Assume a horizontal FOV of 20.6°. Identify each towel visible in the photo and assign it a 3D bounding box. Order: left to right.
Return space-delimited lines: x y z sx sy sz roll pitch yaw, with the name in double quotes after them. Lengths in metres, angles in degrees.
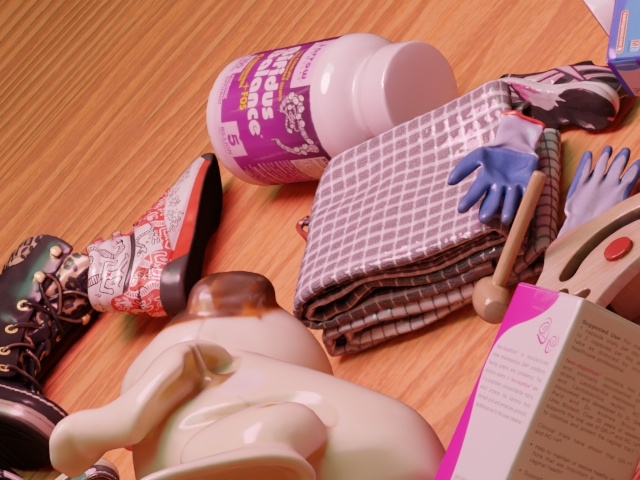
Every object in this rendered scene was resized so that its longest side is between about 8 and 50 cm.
0.110 -0.026 1.853 0.283 0.121 0.235 -24 34 29 "towel"

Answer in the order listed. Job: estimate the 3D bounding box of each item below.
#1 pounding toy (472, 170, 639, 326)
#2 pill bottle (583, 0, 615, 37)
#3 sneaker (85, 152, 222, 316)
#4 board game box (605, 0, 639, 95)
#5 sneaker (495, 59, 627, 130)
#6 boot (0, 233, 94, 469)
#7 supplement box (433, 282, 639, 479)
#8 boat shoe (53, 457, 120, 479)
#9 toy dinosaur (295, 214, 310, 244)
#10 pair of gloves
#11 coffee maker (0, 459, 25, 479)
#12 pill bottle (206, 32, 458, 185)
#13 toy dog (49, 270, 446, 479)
0.252 0.020 1.578 0.269 0.155 0.154 -31 26 18 "pounding toy"
0.392 -0.296 1.886 0.221 0.124 0.124 -36 29 11 "pill bottle"
-0.213 -0.013 2.214 0.145 0.090 0.270 -2 44 12 "sneaker"
0.427 -0.319 1.749 0.233 0.078 0.347 0 66 30 "board game box"
0.270 -0.161 1.922 0.178 0.072 0.077 13 46 47 "sneaker"
-0.367 0.133 2.205 0.377 0.138 0.284 -3 46 56 "boot"
0.183 0.158 1.409 0.220 0.114 0.111 -67 21 -2 "supplement box"
-0.292 0.334 1.891 0.223 0.080 0.073 -46 34 2 "boat shoe"
0.000 0.000 2.003 0.082 0.090 0.047 39 92 17 "toy dinosaur"
0.231 -0.055 1.725 0.198 0.023 0.159 19 51 13 "pair of gloves"
-0.417 0.280 2.005 0.120 0.178 0.171 -47 29 -13 "coffee maker"
0.015 -0.158 2.103 0.301 0.169 0.169 -5 44 48 "pill bottle"
-0.056 0.183 1.608 0.395 0.285 0.408 -30 28 -6 "toy dog"
